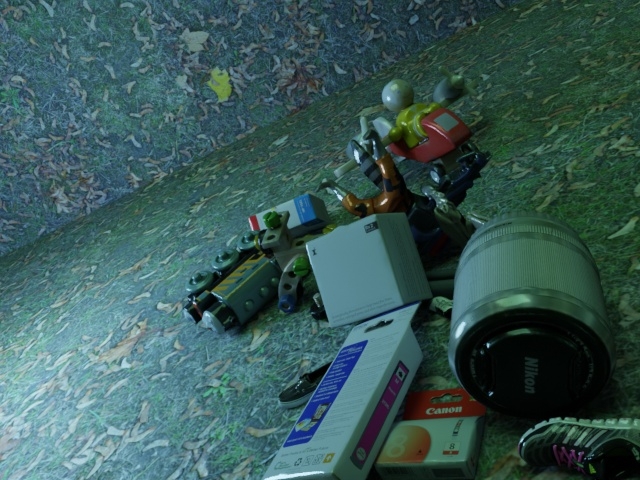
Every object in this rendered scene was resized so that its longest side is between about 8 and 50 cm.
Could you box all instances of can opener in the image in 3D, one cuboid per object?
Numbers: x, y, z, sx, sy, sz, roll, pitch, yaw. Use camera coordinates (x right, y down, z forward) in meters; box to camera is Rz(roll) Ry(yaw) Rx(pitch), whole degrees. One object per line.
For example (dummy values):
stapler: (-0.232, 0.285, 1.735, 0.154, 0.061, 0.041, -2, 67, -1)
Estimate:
can opener: (0.200, 0.081, 1.326, 0.281, 0.093, 0.074, -3, 34, 35)

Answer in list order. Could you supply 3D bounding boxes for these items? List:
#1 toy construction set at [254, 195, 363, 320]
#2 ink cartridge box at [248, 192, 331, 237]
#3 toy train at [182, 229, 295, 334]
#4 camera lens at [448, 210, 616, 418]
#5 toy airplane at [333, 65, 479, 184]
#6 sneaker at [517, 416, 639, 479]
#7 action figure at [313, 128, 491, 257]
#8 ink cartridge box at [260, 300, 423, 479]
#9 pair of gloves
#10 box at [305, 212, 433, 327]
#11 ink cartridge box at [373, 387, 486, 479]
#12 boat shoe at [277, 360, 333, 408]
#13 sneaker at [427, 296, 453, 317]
toy construction set: (0.000, 0.000, 1.507, 0.258, 0.237, 0.309, -3, 34, 44)
ink cartridge box: (-0.103, -0.046, 1.832, 0.231, 0.077, 0.134, -21, -12, 15)
toy train: (-0.183, 0.097, 1.648, 0.334, 0.142, 0.190, -41, 36, -26)
camera lens: (0.307, 0.107, 0.990, 0.220, 0.219, 0.274, -17, 26, 24)
toy airplane: (0.243, -0.322, 1.847, 0.385, 0.272, 0.386, -15, 27, 28)
sneaker: (0.333, 0.267, 0.834, 0.171, 0.063, 0.075, -11, 23, 24)
action figure: (0.203, -0.108, 1.413, 0.341, 0.330, 0.178, -48, 11, 26)
ink cartridge box: (0.056, 0.259, 1.097, 0.176, 0.069, 0.371, -27, 21, 44)
pair of gloves: (0.305, 0.001, 1.224, 0.042, 0.204, 0.240, -46, 26, -5)
box: (0.093, 0.057, 1.297, 0.181, 0.181, 0.119, -23, -11, 36)
ink cartridge box: (0.173, 0.279, 1.009, 0.146, 0.045, 0.179, -13, 31, 30)
boat shoe: (-0.020, 0.265, 1.241, 0.142, 0.040, 0.049, -26, 24, 4)
sneaker: (0.235, 0.128, 1.255, 0.083, 0.031, 0.037, -5, 33, 43)
